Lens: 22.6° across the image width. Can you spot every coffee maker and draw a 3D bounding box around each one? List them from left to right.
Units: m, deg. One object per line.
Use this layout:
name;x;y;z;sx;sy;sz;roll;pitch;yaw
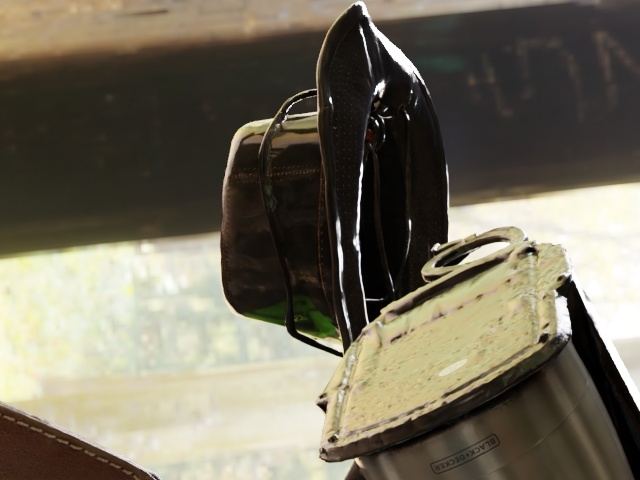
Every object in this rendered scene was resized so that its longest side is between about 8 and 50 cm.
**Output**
coffee maker;0.094;0.098;0.595;0.178;0.120;0.171;60;38;-13

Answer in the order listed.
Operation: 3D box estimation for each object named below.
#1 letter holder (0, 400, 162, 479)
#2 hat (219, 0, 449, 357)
letter holder;-0.232;0.161;0.717;0.152;0.302;0.214;106;1;-75
hat;0.000;0.000;1.133;0.331;0.134;0.331;-7;90;-73
